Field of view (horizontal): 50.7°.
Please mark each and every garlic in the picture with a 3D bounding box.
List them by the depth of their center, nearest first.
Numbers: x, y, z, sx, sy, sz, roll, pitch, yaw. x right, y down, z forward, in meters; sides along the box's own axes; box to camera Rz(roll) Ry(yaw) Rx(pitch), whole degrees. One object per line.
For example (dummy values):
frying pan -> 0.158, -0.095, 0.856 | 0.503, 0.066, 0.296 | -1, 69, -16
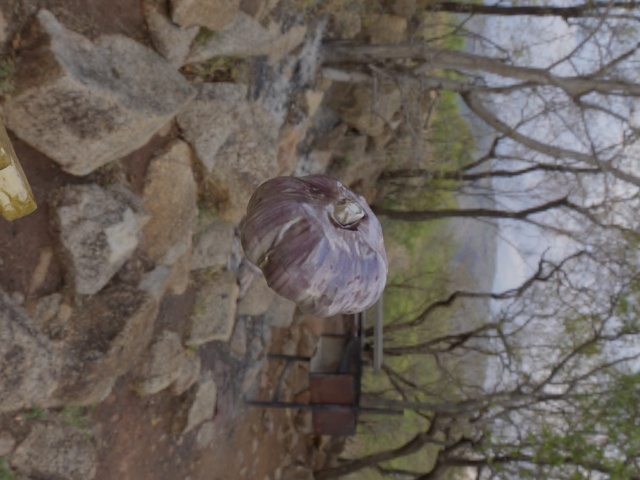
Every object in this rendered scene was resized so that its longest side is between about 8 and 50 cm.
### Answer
garlic -> 0.000, 0.000, 0.653 | 0.102, 0.159, 0.147 | -44, -174, 40

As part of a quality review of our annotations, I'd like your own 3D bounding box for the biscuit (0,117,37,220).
biscuit -> -0.233, -0.126, 0.410 | 0.240, 0.035, 0.158 | 62, -21, 16
